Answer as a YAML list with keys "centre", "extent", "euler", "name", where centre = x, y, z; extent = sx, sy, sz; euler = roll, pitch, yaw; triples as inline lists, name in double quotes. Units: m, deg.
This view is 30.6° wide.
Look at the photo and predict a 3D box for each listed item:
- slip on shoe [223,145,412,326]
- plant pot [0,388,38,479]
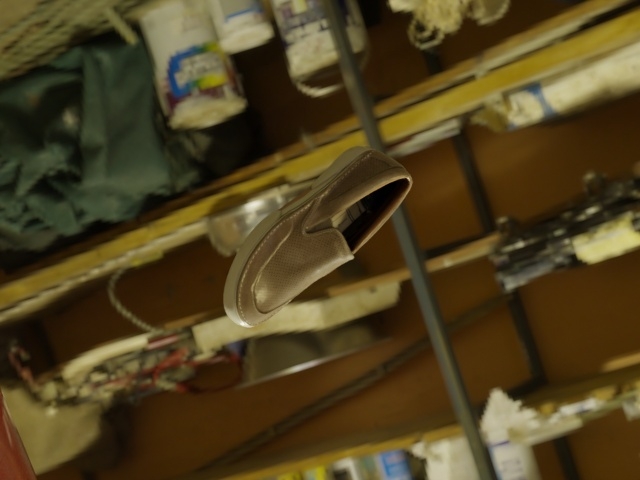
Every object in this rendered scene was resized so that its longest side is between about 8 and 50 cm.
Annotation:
- centre: [0.000, 0.000, 0.681]
  extent: [0.135, 0.051, 0.041]
  euler: [-44, -135, -20]
  name: "slip on shoe"
- centre: [-0.308, 0.239, 0.869]
  extent: [0.272, 0.265, 0.272]
  euler: [-5, -153, 3]
  name: "plant pot"
